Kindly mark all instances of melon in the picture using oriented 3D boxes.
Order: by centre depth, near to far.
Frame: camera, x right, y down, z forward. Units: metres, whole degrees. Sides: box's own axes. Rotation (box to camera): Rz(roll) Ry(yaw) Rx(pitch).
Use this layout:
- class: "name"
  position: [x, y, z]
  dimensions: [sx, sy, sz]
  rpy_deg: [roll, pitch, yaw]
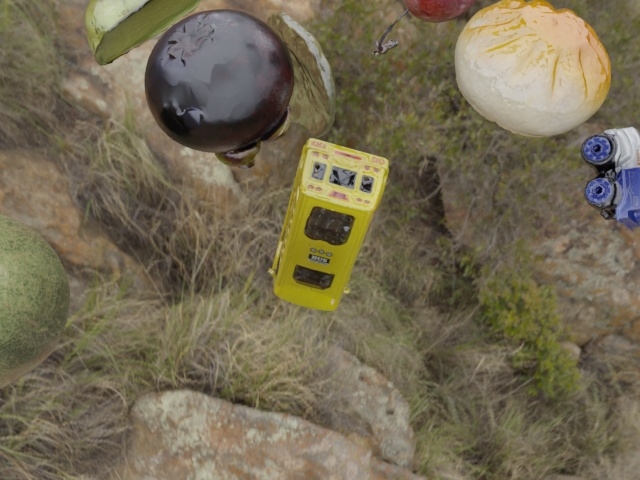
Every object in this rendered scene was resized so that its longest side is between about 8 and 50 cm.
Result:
- class: "melon"
  position: [-0.461, 0.078, 0.933]
  dimensions: [0.249, 0.329, 0.248]
  rpy_deg: [1, 77, -5]

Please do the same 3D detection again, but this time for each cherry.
- class: "cherry"
  position: [0.139, -0.318, 0.939]
  dimensions: [0.090, 0.225, 0.107]
  rpy_deg: [33, 70, -15]

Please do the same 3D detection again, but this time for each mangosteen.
- class: "mangosteen"
  position: [-0.122, -0.189, 0.952]
  dimensions: [0.194, 0.230, 0.194]
  rpy_deg: [-9, 55, 13]

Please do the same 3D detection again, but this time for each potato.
- class: "potato"
  position: [-0.318, -0.438, 1.279]
  dimensions: [0.272, 0.160, 0.111]
  rpy_deg: [-37, 90, -10]

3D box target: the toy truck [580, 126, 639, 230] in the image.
- class: "toy truck"
  position: [0.665, -0.137, 1.541]
  dimensions: [0.177, 0.161, 0.213]
  rpy_deg: [-8, 76, 36]

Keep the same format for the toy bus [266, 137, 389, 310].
- class: "toy bus"
  position: [0.000, 0.000, 1.169]
  dimensions: [0.145, 0.331, 0.151]
  rpy_deg: [14, 48, -3]

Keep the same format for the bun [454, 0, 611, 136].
- class: "bun"
  position: [0.401, -0.346, 1.337]
  dimensions: [0.299, 0.164, 0.298]
  rpy_deg: [7, 56, -10]

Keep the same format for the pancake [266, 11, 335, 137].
- class: "pancake"
  position: [-0.037, -0.284, 1.235]
  dimensions: [0.042, 0.236, 0.222]
  rpy_deg: [-20, 102, -18]
